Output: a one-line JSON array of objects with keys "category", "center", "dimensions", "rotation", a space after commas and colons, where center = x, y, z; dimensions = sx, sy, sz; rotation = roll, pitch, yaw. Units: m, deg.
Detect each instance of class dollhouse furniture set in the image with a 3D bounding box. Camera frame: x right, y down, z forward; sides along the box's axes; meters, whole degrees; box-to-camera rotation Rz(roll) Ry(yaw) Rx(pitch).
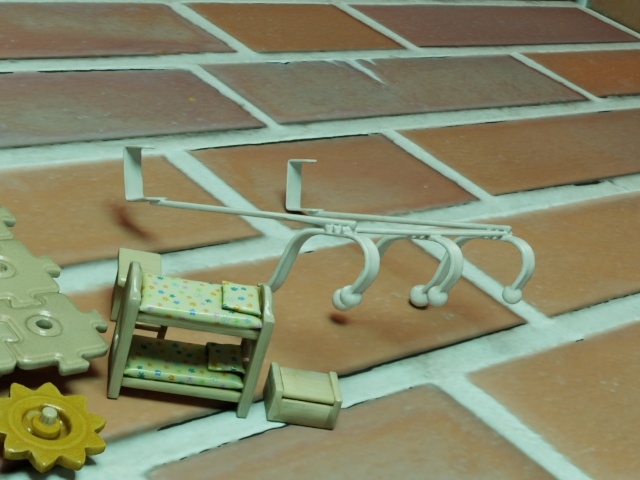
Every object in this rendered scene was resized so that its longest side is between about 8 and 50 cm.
[{"category": "dollhouse furniture set", "center": [-0.073, 0.054, 0.995], "dimensions": [0.182, 0.101, 0.161], "rotation": [10, 27, -14]}]

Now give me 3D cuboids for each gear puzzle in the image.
[{"category": "gear puzzle", "center": [-0.261, 0.067, 0.933], "dimensions": [0.175, 0.044, 0.339], "rotation": [-7, 37, -43]}]

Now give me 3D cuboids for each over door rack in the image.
[{"category": "over door rack", "center": [0.000, 0.000, 1.134], "dimensions": [0.324, 0.108, 0.239], "rotation": [22, 14, 42]}]
